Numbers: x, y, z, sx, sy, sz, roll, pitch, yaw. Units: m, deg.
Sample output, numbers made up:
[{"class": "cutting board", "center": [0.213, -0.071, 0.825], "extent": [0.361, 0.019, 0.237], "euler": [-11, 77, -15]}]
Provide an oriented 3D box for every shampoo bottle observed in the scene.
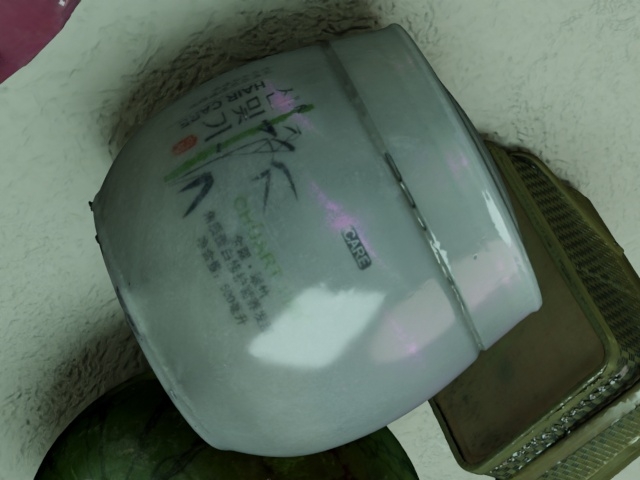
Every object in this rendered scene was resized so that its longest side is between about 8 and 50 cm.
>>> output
[{"class": "shampoo bottle", "center": [0.000, 0.000, 1.055], "extent": [0.266, 0.273, 0.273], "euler": [-29, 136, 3]}]

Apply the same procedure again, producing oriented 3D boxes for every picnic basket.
[{"class": "picnic basket", "center": [0.167, 0.066, 1.189], "extent": [0.139, 0.267, 0.165], "euler": [25, 120, -42]}]

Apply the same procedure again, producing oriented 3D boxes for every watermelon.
[{"class": "watermelon", "center": [-0.076, 0.260, 1.252], "extent": [0.363, 0.363, 0.363], "euler": [-10, 136, -9]}]

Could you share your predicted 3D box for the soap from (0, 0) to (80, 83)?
[{"class": "soap", "center": [-0.281, -0.237, 0.825], "extent": [0.233, 0.128, 0.359], "euler": [-36, 134, 20]}]
